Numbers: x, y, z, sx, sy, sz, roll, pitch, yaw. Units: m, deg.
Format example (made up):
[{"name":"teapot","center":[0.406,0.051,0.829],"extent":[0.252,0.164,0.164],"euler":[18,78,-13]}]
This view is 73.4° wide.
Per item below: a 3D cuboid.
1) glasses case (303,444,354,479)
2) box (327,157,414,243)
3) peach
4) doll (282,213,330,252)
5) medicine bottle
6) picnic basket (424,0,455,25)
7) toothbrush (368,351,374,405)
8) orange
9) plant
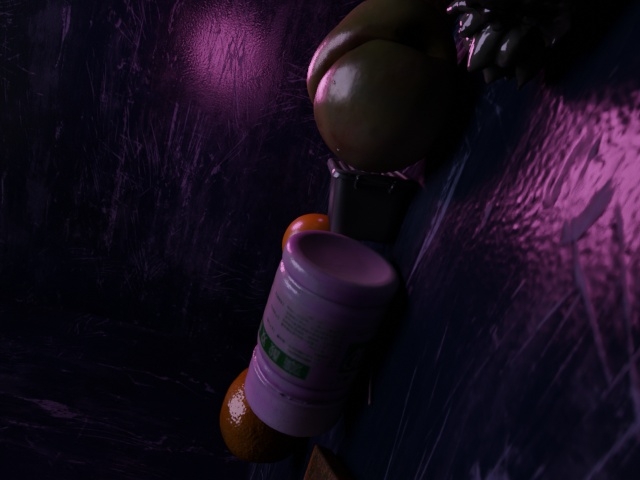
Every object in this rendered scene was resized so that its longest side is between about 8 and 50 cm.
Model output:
[{"name":"glasses case","center":[0.018,0.407,0.701],"extent":[0.218,0.049,0.075],"euler":[132,160,-75]},{"name":"box","center":[0.088,-0.088,0.905],"extent":[0.243,0.163,0.135],"euler":[-100,18,-74]},{"name":"peach","center":[0.108,-0.257,0.750],"extent":[0.292,0.247,0.293],"euler":[177,90,-75]},{"name":"doll","center":[0.000,0.000,1.262],"extent":[0.236,0.213,0.214],"euler":[-62,-2,-37]},{"name":"medicine bottle","center":[-0.007,0.166,0.790],"extent":[0.212,0.211,0.326],"euler":[-88,16,-65]},{"name":"picnic basket","center":[0.214,-0.504,0.923],"extent":[0.179,0.127,0.138],"euler":[-96,23,-48]},{"name":"toothbrush","center":[0.087,0.233,0.730],"extent":[0.008,0.006,0.097],"euler":[116,168,-46]},{"name":"orange","center":[-0.148,0.466,1.179],"extent":[0.264,0.263,0.265],"euler":[-164,90,-84]},{"name":"plant","center":[0.202,-0.249,0.403],"extent":[0.194,0.132,0.129],"euler":[125,164,-57]}]
